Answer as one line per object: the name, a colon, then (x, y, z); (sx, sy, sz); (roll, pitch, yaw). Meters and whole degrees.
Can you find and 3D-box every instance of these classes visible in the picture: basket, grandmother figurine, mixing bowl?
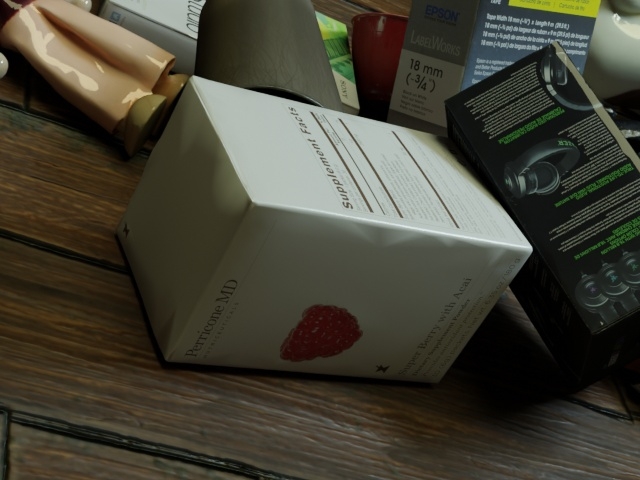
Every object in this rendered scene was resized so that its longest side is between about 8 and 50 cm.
basket: (-0.054, -0.151, 1.192); (0.204, 0.154, 0.227); (53, 20, -43)
grandmother figurine: (-0.295, -0.226, 1.192); (0.342, 0.104, 0.208); (34, 21, -1)
mixing bowl: (0.113, -0.212, 1.507); (0.181, 0.098, 0.181); (17, -4, 1)

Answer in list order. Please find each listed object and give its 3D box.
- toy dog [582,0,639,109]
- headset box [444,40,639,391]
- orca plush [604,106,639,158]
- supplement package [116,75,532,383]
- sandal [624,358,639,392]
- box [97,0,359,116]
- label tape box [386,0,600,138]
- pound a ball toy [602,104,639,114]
toy dog: (0.564, -0.269, 1.770); (0.408, 0.284, 0.395); (36, 73, 5)
headset box: (0.249, -0.006, 1.164); (0.283, 0.131, 0.246); (61, -2, 22)
orca plush: (0.420, -0.097, 1.518); (0.287, 0.151, 0.102); (16, -11, -7)
supplement package: (0.000, 0.000, 1.044); (0.293, 0.177, 0.175); (9, 36, -34)
sandal: (0.425, 0.166, 1.261); (0.265, 0.102, 0.076); (27, 48, 1)
box: (-0.109, -0.257, 1.441); (0.322, 0.058, 0.232); (22, 32, -19)
label tape box: (0.211, -0.220, 1.397); (0.240, 0.334, 0.106); (-4, 22, -46)
pound a ball toy: (0.624, -0.211, 1.996); (0.319, 0.136, 0.208); (36, 66, -1)
